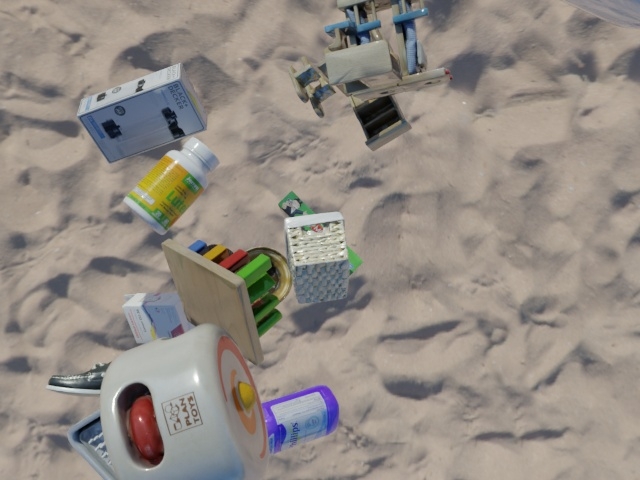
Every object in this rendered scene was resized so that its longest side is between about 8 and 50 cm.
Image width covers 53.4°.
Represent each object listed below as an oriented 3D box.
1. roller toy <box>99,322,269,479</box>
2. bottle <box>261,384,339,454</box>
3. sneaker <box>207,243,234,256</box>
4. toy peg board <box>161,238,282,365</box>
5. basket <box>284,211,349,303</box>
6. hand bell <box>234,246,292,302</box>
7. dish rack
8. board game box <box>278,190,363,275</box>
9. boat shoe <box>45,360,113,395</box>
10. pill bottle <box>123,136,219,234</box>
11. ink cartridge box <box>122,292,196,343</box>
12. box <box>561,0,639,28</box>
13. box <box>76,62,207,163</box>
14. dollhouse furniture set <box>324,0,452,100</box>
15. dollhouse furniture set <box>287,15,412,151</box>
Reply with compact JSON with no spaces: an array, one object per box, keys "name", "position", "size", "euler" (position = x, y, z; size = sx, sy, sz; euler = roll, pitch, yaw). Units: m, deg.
[{"name":"roller toy","position":[-0.142,0.200,0.723],"size":[0.146,0.209,0.191],"euler":[-20,120,4]},{"name":"bottle","position":[-0.100,0.401,1.374],"size":[0.283,0.092,0.118],"euler":[-12,127,-24]},{"name":"sneaker","position":[-0.276,0.126,1.851],"size":[0.146,0.122,0.330],"euler":[-19,145,17]},{"name":"toy peg board","position":[-0.134,0.072,0.930],"size":[0.161,0.079,0.161],"euler":[24,138,34]},{"name":"basket","position":[-0.006,0.038,1.199],"size":[0.113,0.103,0.167],"euler":[-7,147,-4]},{"name":"hand bell","position":[-0.136,0.093,1.399],"size":[0.126,0.242,0.126],"euler":[1,81,-9]},{"name":"dish rack","position":[-0.429,0.524,1.546],"size":[0.285,0.072,0.333],"euler":[-33,101,33]},{"name":"board game box","position":[0.000,0.000,1.473],"size":[0.213,0.317,0.046],"euler":[44,86,4]},{"name":"boat shoe","position":[-0.529,0.351,1.612],"size":[0.302,0.114,0.091],"euler":[8,75,-16]},{"name":"pill bottle","position":[-0.380,-0.147,1.659],"size":[0.136,0.136,0.245],"euler":[41,79,-5]},{"name":"ink cartridge box","position":[-0.410,0.194,1.581],"size":[0.198,0.067,0.115],"euler":[-3,115,25]},{"name":"box","position":[0.105,-0.258,0.302],"size":[0.322,0.058,0.232],"euler":[6,103,-33]},{"name":"box","position":[-0.463,-0.332,1.676],"size":[0.290,0.087,0.169],"euler":[-17,131,6]},{"name":"dollhouse furniture set","position":[0.085,-0.258,0.794],"size":[0.129,0.184,0.129],"euler":[-9,93,16]},{"name":"dollhouse furniture set","position":[0.087,-0.333,1.423],"size":[0.212,0.242,0.161],"euler":[-29,61,20]}]
